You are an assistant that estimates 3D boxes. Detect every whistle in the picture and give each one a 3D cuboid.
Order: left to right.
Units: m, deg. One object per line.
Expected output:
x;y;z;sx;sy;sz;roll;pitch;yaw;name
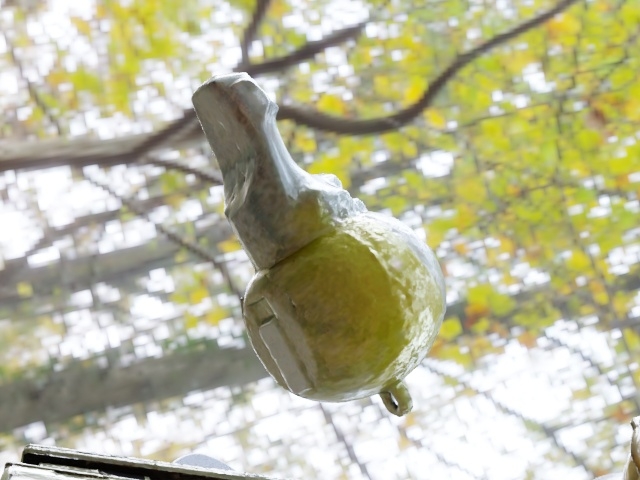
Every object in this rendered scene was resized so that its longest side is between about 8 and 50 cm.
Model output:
0.000;0.000;1.017;0.123;0.123;0.223;-28;-90;47;whistle

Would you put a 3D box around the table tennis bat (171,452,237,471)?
-0.090;0.256;1.504;0.130;0.220;0.019;40;-68;-11;table tennis bat

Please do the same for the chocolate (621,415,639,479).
0.208;0.288;0.958;0.162;0.162;0.445;36;-45;35;chocolate

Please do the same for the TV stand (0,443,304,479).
-0.020;0.129;0.783;0.042;0.249;0.036;-101;-158;-59;TV stand

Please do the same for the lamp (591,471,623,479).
0.200;0.201;1.139;0.105;0.105;0.105;14;-70;44;lamp
